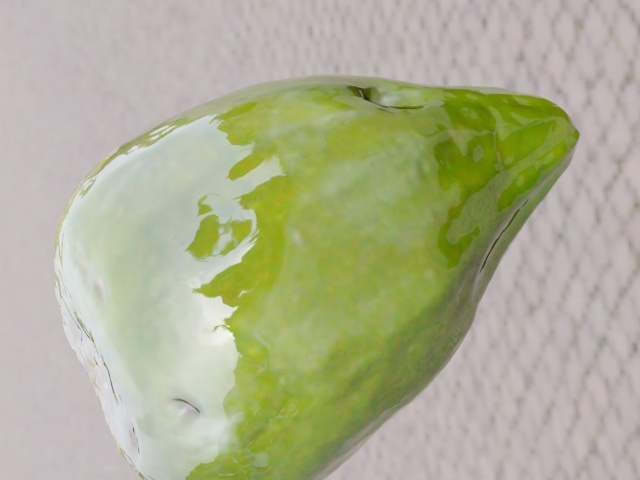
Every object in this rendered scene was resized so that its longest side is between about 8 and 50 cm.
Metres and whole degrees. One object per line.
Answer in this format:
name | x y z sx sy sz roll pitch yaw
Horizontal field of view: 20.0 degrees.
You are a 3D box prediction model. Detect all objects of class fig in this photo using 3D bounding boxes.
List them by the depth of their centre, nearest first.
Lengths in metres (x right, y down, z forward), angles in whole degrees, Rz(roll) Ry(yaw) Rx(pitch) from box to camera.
fig | -0.010 0.007 0.764 0.167 0.233 0.167 45 -160 -21
